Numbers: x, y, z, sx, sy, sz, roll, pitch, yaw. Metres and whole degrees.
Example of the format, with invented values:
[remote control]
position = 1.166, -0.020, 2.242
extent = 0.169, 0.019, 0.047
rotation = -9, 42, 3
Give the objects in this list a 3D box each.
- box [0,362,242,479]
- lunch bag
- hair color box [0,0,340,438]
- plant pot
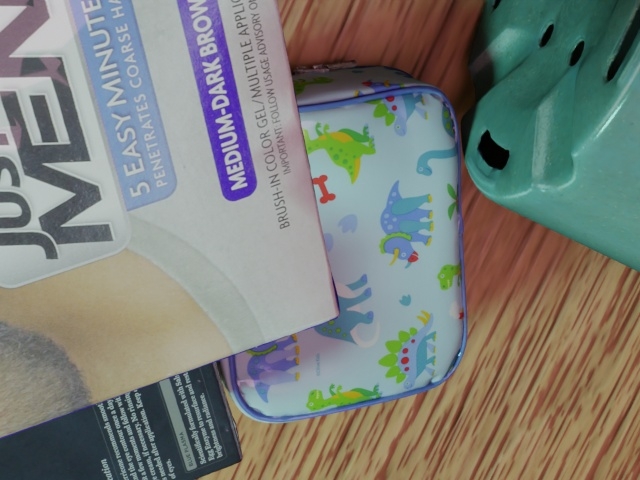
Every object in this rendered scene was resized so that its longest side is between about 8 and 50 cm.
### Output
[box]
position = -0.149, 0.087, 0.809
extent = 0.158, 0.156, 0.093
rotation = -19, 116, -12
[lunch bag]
position = 0.000, 0.000, 0.868
extent = 0.176, 0.090, 0.219
rotation = -12, 113, -17
[hair color box]
position = -0.176, -0.012, 0.508
extent = 0.338, 0.110, 0.185
rotation = -19, 118, -13
[plant pot]
position = 0.288, -0.089, 0.827
extent = 0.334, 0.341, 0.341
rotation = 19, 102, -16
